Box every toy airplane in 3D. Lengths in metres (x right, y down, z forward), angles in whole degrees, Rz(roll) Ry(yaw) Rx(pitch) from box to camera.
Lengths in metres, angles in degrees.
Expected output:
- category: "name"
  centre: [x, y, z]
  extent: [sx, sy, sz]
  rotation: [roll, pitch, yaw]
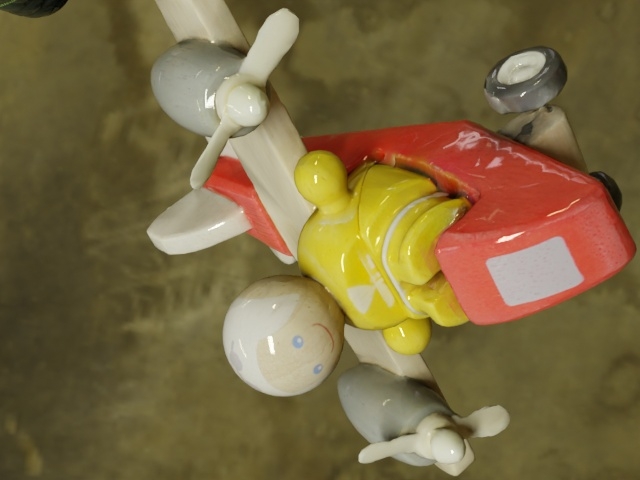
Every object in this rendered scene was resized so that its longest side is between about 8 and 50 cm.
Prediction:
- category: "toy airplane"
  centre: [0.000, 0.000, 1.181]
  extent: [0.386, 0.272, 0.384]
  rotation: [33, 146, 6]

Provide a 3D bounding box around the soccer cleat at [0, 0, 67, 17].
- category: "soccer cleat"
  centre: [-0.183, -0.172, 0.898]
  extent: [0.072, 0.179, 0.060]
  rotation: [37, 83, 30]
